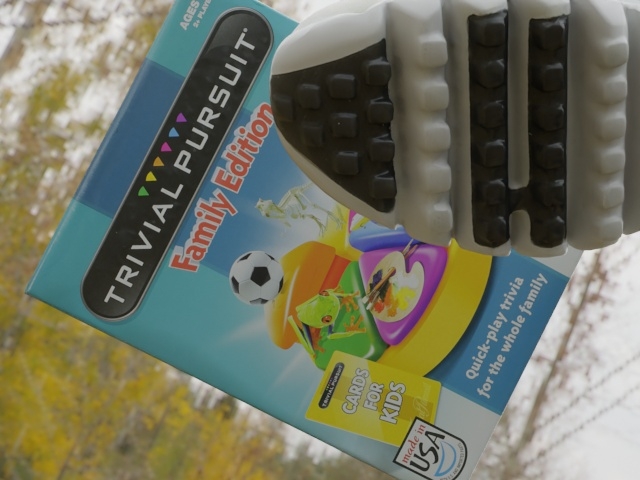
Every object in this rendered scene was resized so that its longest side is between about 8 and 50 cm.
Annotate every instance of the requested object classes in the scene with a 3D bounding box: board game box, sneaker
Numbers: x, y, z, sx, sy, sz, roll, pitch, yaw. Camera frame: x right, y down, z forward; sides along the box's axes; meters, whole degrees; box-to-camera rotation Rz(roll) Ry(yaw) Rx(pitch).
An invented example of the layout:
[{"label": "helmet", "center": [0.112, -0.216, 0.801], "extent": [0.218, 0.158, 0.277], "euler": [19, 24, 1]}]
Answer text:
[{"label": "board game box", "center": [0.000, 0.000, 0.984], "extent": [0.336, 0.253, 0.079], "euler": [27, -3, -6]}, {"label": "sneaker", "center": [0.122, -0.067, 0.544], "extent": [0.292, 0.110, 0.118], "euler": [-4, 31, -9]}]
